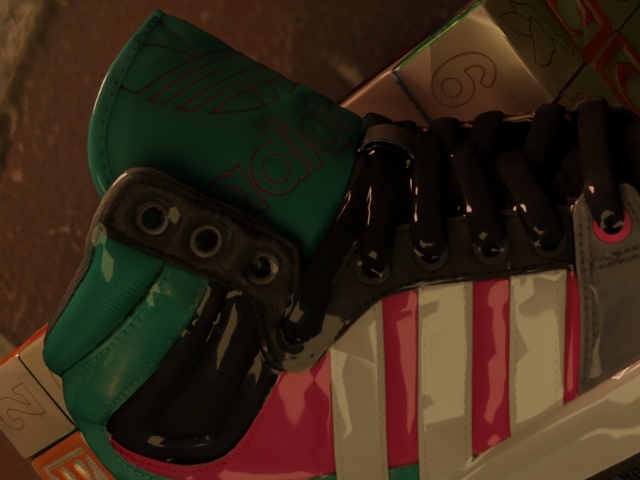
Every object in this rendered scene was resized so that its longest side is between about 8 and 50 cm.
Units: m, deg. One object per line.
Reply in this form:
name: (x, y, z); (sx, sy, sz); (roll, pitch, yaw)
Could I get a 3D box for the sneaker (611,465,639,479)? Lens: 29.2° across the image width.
sneaker: (0.183, 0.143, 0.567); (0.221, 0.087, 0.083); (9, 120, 24)

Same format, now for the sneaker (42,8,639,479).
sneaker: (0.023, -0.014, 0.373); (0.295, 0.124, 0.178); (-39, 105, 21)

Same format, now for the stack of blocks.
stack of blocks: (0.000, 0.000, 0.534); (0.297, 0.171, 0.087); (-33, 98, 37)
